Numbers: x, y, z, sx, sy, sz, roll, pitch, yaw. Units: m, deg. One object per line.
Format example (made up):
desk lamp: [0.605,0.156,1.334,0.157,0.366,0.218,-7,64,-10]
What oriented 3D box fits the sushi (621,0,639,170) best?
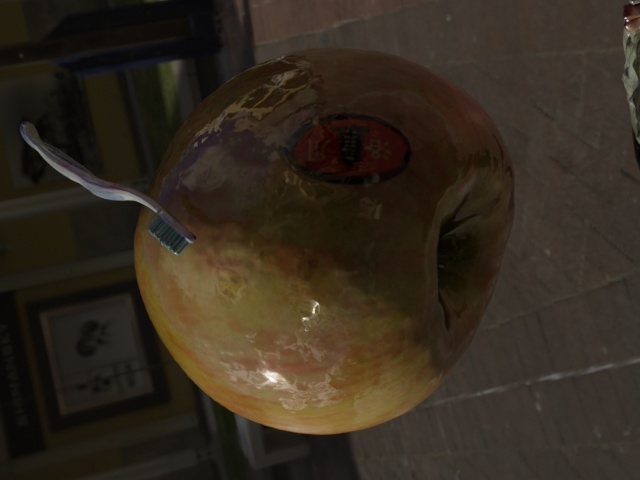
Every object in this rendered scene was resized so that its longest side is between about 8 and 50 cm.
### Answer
sushi: [0.316,-0.090,0.734,0.130,0.124,0.332,-80,-28,-48]

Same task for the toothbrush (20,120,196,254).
toothbrush: [-0.192,-0.052,0.781,0.269,0.027,0.021,31,159,38]

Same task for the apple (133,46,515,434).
apple: [0.000,0.000,0.944,0.346,0.391,0.391,10,118,31]
